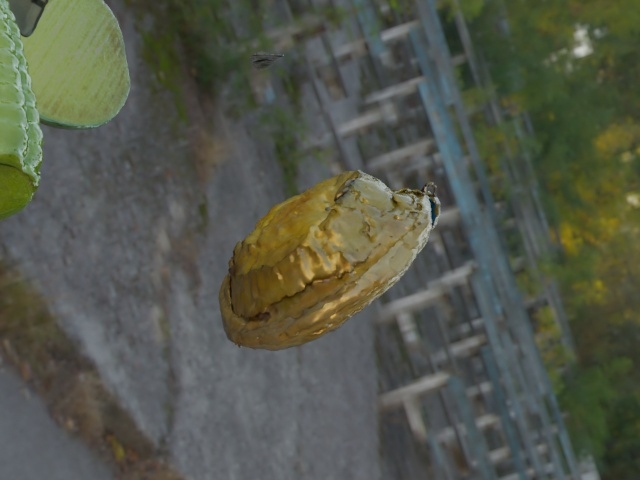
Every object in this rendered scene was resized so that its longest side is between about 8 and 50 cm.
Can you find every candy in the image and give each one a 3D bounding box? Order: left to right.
[{"bbox_3d":[-0.239,-0.110,0.838,0.096,0.097,0.209,62,12,-58],"label":"candy"}]

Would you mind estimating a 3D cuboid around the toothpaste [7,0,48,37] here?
[{"bbox_3d":[-0.307,-0.246,1.010,0.218,0.064,0.041,34,19,9],"label":"toothpaste"}]

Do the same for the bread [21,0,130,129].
[{"bbox_3d":[-0.324,-0.232,1.504,0.228,0.033,0.228,27,50,-37],"label":"bread"}]

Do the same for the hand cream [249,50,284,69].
[{"bbox_3d":[-0.103,-0.333,2.291,0.165,0.057,0.037,-147,-123,-81],"label":"hand cream"}]

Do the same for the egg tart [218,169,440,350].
[{"bbox_3d":[0.000,0.000,1.327,0.107,0.291,0.291,58,11,-18],"label":"egg tart"}]
